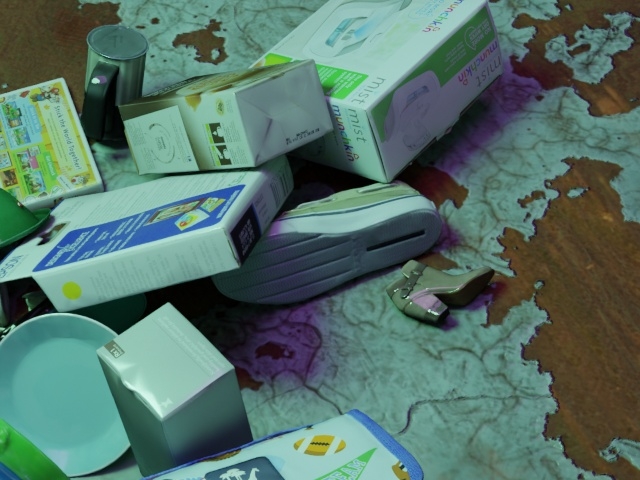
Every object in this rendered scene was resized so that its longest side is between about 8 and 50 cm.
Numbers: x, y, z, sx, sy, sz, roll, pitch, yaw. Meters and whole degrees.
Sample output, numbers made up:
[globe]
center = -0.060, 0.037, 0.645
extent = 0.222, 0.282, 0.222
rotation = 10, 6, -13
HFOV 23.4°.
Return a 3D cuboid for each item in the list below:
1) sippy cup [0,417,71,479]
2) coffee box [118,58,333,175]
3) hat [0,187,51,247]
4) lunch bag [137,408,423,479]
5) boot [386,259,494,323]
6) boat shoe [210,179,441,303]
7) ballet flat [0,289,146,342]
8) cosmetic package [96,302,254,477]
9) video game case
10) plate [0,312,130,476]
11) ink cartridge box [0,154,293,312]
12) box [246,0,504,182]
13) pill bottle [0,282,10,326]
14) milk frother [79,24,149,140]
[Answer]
[sippy cup]
center = -0.397, 0.297, 1.601
extent = 0.224, 0.240, 0.305
rotation = -51, 22, -22
[coffee box]
center = -0.123, -0.153, 1.950
extent = 0.141, 0.098, 0.246
rotation = -27, 17, -39
[hat]
center = -0.452, -0.077, 1.901
extent = 0.173, 0.183, 0.208
rotation = -31, 15, -36
[lunch bag]
center = -0.027, 0.360, 1.460
extent = 0.328, 0.239, 0.385
rotation = -16, 56, -19
[boot]
center = 0.142, 0.050, 1.884
extent = 0.118, 0.042, 0.087
rotation = -36, 53, -25
[boat shoe]
center = 0.000, 0.000, 1.914
extent = 0.302, 0.109, 0.094
rotation = -12, 33, -19
[ballet flat]
center = -0.343, 0.112, 1.837
extent = 0.280, 0.095, 0.096
rotation = -32, 43, -22
[cosmetic package]
center = -0.145, 0.194, 1.646
extent = 0.107, 0.238, 0.127
rotation = -33, 54, -22
[video game case]
center = -0.419, -0.117, 2.090
extent = 0.206, 0.026, 0.227
rotation = -17, 48, -10
[plate]
center = -0.287, 0.173, 1.748
extent = 0.188, 0.188, 0.024
rotation = -1, 6, 4
[ink cartridge box]
center = -0.209, -0.008, 1.844
extent = 0.307, 0.072, 0.303
rotation = -15, 17, 16
[box]
center = 0.070, -0.215, 2.041
extent = 0.231, 0.127, 0.262
rotation = 19, 50, 41
[pill bottle]
center = -0.453, 0.076, 1.884
extent = 0.137, 0.078, 0.078
rotation = -8, 48, -3
[milk frother]
center = -0.246, -0.195, 2.063
extent = 0.143, 0.135, 0.129
rotation = 4, 39, -9
